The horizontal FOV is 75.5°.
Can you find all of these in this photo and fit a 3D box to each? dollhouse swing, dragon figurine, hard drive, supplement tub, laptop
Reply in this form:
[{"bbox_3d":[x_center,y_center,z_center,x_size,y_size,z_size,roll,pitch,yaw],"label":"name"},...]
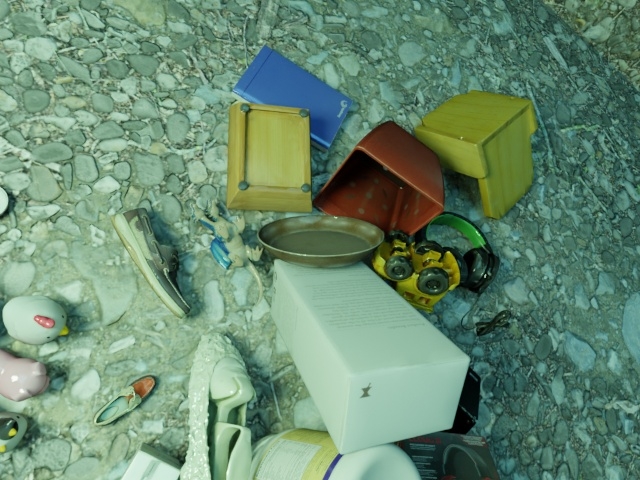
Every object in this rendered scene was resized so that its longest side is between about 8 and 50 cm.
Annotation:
[{"bbox_3d":[0.544,-0.294,1.432,0.347,0.304,0.315,-38,47,-27],"label":"dollhouse swing"},{"bbox_3d":[-0.216,0.018,1.017,0.085,0.144,0.289,-35,104,-25],"label":"dragon figurine"},{"bbox_3d":[-0.077,-0.429,1.249,0.319,0.040,0.210,29,64,-9],"label":"hard drive"},{"bbox_3d":[0.002,0.490,0.777,0.241,0.331,0.240,15,66,-37],"label":"supplement tub"},{"bbox_3d":[0.293,0.414,1.121,0.234,0.136,0.264,44,89,-2],"label":"laptop"}]

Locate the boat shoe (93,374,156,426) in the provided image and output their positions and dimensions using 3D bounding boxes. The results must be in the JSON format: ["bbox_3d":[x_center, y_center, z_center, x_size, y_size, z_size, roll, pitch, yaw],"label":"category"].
[{"bbox_3d":[-0.406,0.334,0.863,0.137,0.043,0.049,-35,85,-28],"label":"boat shoe"}]

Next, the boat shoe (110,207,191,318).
[{"bbox_3d":[-0.370,0.044,0.945,0.092,0.103,0.285,-33,80,-22],"label":"boat shoe"}]

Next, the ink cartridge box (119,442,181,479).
[{"bbox_3d":[-0.333,0.460,0.791,0.090,0.143,0.092,31,65,-9],"label":"ink cartridge box"}]

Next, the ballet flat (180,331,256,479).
[{"bbox_3d":[-0.185,0.363,0.822,0.147,0.147,0.408,9,49,-18],"label":"ballet flat"}]

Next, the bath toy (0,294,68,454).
[{"bbox_3d":[-0.587,0.271,0.770,0.151,0.129,0.348,42,58,-42],"label":"bath toy"}]

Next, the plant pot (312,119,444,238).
[{"bbox_3d":[0.182,-0.171,1.152,0.267,0.267,0.235,34,53,-7],"label":"plant pot"}]

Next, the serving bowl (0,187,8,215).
[{"bbox_3d":[-0.720,-0.080,0.892,0.084,0.027,0.083,7,69,-19],"label":"serving bowl"}]

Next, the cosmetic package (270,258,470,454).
[{"bbox_3d":[0.062,0.191,0.866,0.230,0.453,0.161,-1,110,-21],"label":"cosmetic package"}]

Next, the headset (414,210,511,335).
[{"bbox_3d":[0.420,0.076,1.188,0.244,0.185,0.393,3,60,-20],"label":"headset"}]

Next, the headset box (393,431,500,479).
[{"bbox_3d":[0.288,0.564,0.928,0.218,0.110,0.293,8,30,-4],"label":"headset box"}]

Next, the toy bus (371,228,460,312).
[{"bbox_3d":[0.220,0.101,1.096,0.221,0.211,0.149,19,37,-6],"label":"toy bus"}]

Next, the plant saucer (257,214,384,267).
[{"bbox_3d":[0.000,0.000,1.026,0.311,0.311,0.050,-7,112,-23],"label":"plant saucer"}]

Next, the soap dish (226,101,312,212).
[{"bbox_3d":[-0.129,-0.224,1.098,0.229,0.118,0.290,2,78,-15],"label":"soap dish"}]
